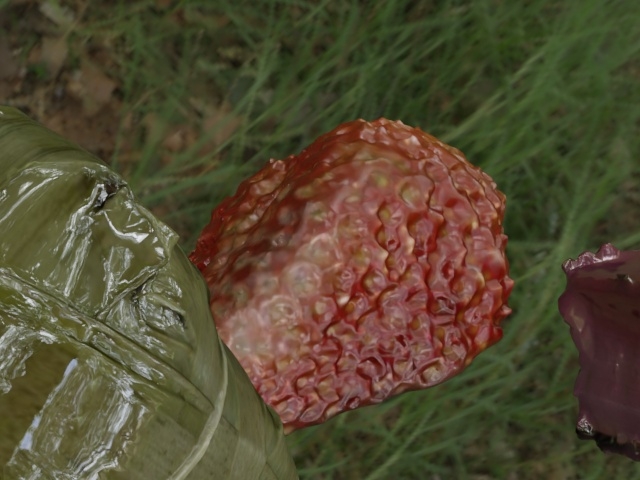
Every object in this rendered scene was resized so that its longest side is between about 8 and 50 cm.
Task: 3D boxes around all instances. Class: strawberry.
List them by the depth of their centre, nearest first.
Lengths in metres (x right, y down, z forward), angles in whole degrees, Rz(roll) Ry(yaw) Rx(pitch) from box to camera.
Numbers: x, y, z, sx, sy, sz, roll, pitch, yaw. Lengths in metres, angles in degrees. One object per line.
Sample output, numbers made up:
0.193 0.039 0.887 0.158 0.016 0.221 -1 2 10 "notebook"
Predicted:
0.007 0.001 0.712 0.175 0.107 0.236 3 27 6 "strawberry"

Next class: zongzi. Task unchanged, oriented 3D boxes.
-0.080 0.090 0.354 0.189 0.081 0.178 -55 144 -22 "zongzi"

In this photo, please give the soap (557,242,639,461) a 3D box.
0.264 0.052 0.657 0.182 0.289 0.112 -16 103 -27 "soap"
